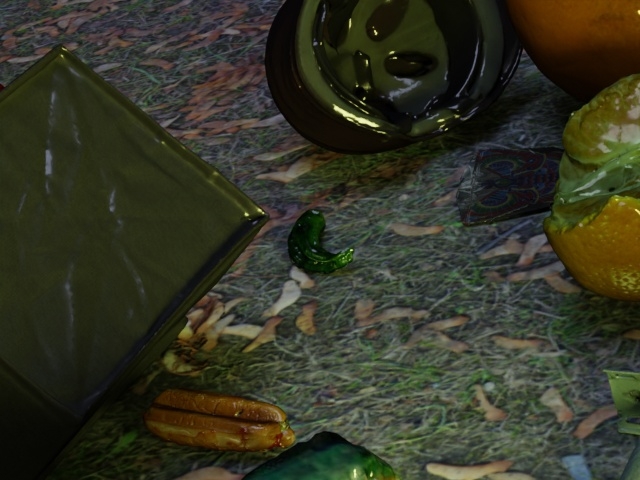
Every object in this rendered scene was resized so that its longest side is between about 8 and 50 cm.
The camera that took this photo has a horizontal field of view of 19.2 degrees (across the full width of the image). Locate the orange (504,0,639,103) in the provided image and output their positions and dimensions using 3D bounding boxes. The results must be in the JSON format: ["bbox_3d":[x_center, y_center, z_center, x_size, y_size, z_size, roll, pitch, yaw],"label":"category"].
[{"bbox_3d":[0.343,-0.279,1.972,0.312,0.312,0.312,-11,28,6],"label":"orange"}]

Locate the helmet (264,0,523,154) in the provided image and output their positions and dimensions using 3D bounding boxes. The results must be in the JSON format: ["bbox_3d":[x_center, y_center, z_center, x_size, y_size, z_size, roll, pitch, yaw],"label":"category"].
[{"bbox_3d":[0.066,-0.206,2.079,0.305,0.225,0.177,-23,-2,-35],"label":"helmet"}]

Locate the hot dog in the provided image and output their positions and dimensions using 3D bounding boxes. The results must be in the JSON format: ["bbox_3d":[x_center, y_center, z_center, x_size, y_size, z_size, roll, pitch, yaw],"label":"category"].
[{"bbox_3d":[-0.087,0.159,1.636,0.144,0.038,0.062,6,31,29],"label":"hot dog"}]

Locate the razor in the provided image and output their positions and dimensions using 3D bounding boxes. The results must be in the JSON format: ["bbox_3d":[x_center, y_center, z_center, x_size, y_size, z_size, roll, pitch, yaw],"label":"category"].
[{"bbox_3d":[0.231,0.189,1.419,0.106,0.068,0.232,3,39,32],"label":"razor"}]

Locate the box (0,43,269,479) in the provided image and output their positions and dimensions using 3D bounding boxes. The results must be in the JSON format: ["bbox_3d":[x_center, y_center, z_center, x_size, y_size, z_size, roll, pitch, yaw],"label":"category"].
[{"bbox_3d":[-0.253,0.037,1.649,0.204,0.251,0.345,-50,1,43],"label":"box"}]

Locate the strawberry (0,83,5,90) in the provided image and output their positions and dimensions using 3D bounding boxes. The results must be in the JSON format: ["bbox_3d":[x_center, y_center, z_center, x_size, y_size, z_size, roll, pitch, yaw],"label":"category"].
[{"bbox_3d":[-0.472,-0.158,2.209,0.257,0.261,0.261,-27,29,-8],"label":"strawberry"}]

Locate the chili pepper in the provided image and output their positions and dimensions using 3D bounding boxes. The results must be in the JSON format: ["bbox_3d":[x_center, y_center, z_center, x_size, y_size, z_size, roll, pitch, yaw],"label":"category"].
[{"bbox_3d":[-0.007,0.003,1.894,0.055,0.035,0.118,-35,26,-3],"label":"chili pepper"}]

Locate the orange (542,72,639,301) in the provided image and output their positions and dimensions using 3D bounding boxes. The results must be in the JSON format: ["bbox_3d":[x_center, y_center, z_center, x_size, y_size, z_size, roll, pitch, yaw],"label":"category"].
[{"bbox_3d":[0.291,-0.033,1.681,0.179,0.158,0.237,-14,30,15],"label":"orange"}]

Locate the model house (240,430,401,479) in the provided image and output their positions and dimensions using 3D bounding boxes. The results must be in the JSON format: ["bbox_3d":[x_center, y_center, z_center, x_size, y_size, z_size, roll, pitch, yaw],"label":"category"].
[{"bbox_3d":[0.032,0.290,1.178,0.291,0.184,0.253,33,39,32],"label":"model house"}]

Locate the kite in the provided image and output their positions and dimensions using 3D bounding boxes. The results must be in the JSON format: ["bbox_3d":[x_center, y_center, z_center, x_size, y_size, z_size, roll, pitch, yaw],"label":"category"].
[{"bbox_3d":[0.277,-0.068,1.914,0.285,0.015,0.152,-8,31,17],"label":"kite"}]
